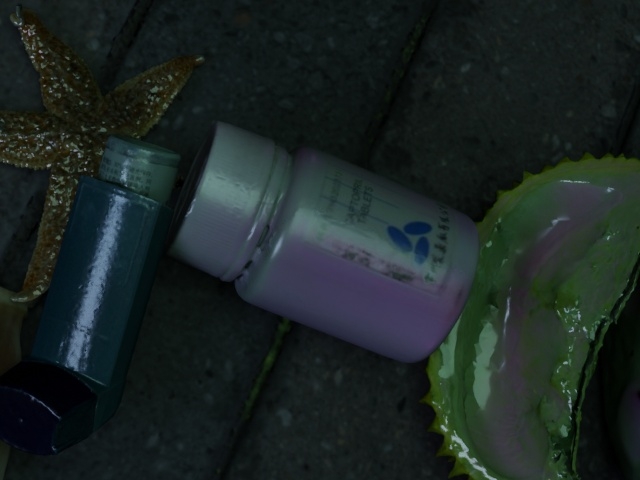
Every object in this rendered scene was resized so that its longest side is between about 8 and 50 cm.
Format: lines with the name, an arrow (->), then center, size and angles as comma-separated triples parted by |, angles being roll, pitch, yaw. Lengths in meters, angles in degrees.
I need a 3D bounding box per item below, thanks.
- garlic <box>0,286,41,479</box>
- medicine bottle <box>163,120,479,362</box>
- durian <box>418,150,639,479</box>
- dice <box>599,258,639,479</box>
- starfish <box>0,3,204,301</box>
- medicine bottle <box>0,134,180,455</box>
garlic -> -0.318, 0.165, 0.924 | 0.148, 0.128, 0.266 | 4, 89, -5
medicine bottle -> 0.000, 0.000, 1.015 | 0.254, 0.152, 0.152 | 24, 73, -13
durian -> 0.201, 0.079, 1.048 | 0.158, 0.169, 0.352 | 19, 87, -24
dice -> 0.458, 0.107, 1.048 | 0.318, 0.330, 0.322 | 4, 79, -12
starfish -> -0.233, -0.089, 1.015 | 0.231, 0.048, 0.295 | 31, 68, -7
medicine bottle -> -0.184, 0.043, 0.936 | 0.079, 0.124, 0.258 | 19, 94, 20
